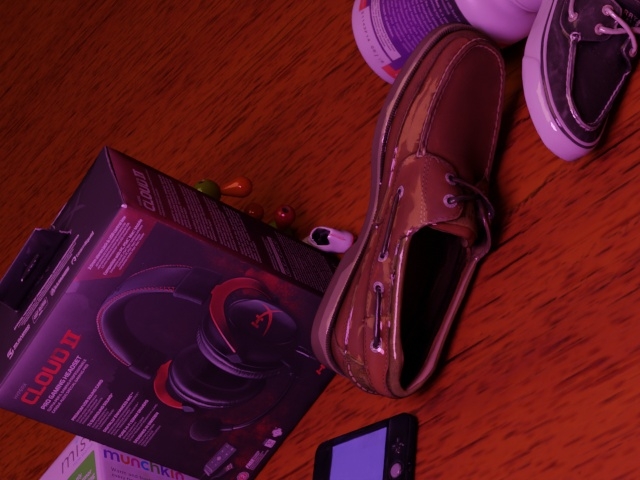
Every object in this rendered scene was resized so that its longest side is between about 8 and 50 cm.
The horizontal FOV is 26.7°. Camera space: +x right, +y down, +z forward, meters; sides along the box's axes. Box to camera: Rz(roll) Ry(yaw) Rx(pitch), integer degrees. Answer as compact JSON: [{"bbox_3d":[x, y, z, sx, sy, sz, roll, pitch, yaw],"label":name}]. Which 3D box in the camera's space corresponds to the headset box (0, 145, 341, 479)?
[{"bbox_3d":[-0.138,0.071,1.173,0.218,0.293,0.110,-53,32,17],"label":"headset box"}]

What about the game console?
[{"bbox_3d":[0.009,0.190,1.074,0.122,0.071,0.107,-27,46,45],"label":"game console"}]

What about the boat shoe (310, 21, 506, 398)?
[{"bbox_3d":[0.096,-0.021,1.081,0.104,0.111,0.307,21,95,56],"label":"boat shoe"}]

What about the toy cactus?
[{"bbox_3d":[-0.132,0.015,1.366,0.180,0.219,0.112,87,172,-63],"label":"toy cactus"}]

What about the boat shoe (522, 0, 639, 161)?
[{"bbox_3d":[0.209,-0.164,1.030,0.070,0.078,0.219,-23,47,50],"label":"boat shoe"}]

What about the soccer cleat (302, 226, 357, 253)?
[{"bbox_3d":[0.000,0.000,1.268,0.083,0.036,0.029,-3,65,56],"label":"soccer cleat"}]

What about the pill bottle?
[{"bbox_3d":[0.125,-0.209,1.163,0.193,0.108,0.108,-20,51,50],"label":"pill bottle"}]

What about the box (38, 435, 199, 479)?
[{"bbox_3d":[-0.216,0.338,1.260,0.262,0.127,0.231,-49,35,26],"label":"box"}]
